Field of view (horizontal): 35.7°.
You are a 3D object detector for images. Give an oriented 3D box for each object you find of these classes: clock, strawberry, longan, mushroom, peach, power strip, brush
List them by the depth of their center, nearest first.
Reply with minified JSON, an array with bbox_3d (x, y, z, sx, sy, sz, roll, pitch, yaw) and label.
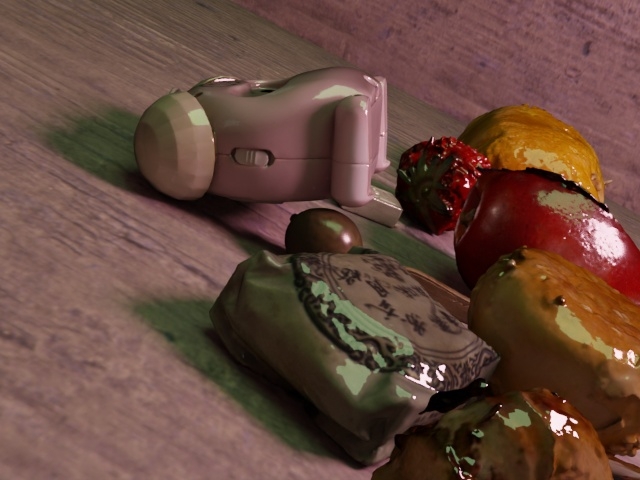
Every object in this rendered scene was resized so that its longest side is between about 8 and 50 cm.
[{"bbox_3d":[0.165,0.225,0.769,0.283,0.195,0.263,38,5,-22],"label":"mushroom"},{"bbox_3d":[0.000,0.000,1.322,0.106,0.106,0.119,8,31,-46],"label":"longan"},{"bbox_3d":[0.243,0.124,1.395,0.328,0.070,0.065,24,28,-5],"label":"brush"},{"bbox_3d":[-0.075,-0.151,1.418,0.326,0.184,0.342,0,10,10],"label":"clock"},{"bbox_3d":[0.352,0.054,1.538,0.362,0.201,0.258,39,-14,-7],"label":"peach"},{"bbox_3d":[0.062,-0.076,1.719,0.175,0.042,0.075,20,20,-21],"label":"power strip"},{"bbox_3d":[0.244,-0.102,1.831,0.202,0.187,0.184,5,64,-42],"label":"strawberry"}]

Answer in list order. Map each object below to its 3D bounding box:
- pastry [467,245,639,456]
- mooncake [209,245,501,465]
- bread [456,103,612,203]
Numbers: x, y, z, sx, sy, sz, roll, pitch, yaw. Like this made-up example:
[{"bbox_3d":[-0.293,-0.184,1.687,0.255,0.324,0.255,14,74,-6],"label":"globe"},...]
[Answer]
[{"bbox_3d":[0.294,0.146,1.196,0.284,0.184,0.316,37,18,9],"label":"pastry"},{"bbox_3d":[0.045,0.100,1.051,0.250,0.136,0.254,40,22,25],"label":"mooncake"},{"bbox_3d":[0.447,-0.119,2.052,0.361,0.250,0.394,27,19,2],"label":"bread"}]
